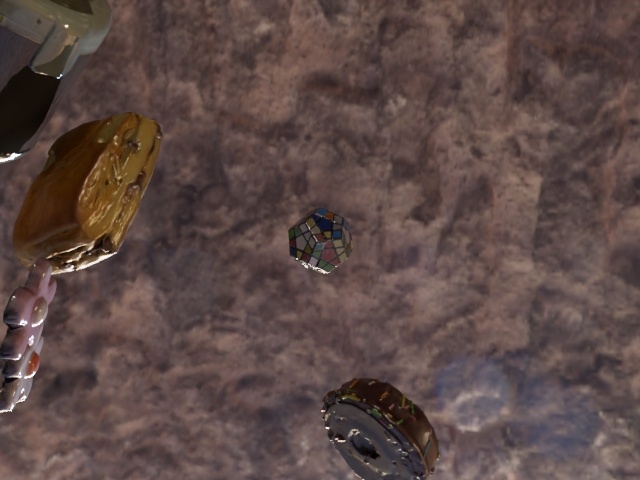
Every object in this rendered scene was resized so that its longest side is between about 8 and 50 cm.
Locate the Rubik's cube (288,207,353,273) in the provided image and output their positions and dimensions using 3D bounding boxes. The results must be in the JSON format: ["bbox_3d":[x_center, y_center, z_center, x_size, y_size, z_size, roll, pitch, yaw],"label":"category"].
[{"bbox_3d":[0.000,0.000,1.617,0.093,0.111,0.111,-10,-21,-47],"label":"Rubik's cube"}]

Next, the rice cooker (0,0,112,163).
[{"bbox_3d":[-0.486,-0.312,1.438,0.335,0.335,0.325,31,-71,-18],"label":"rice cooker"}]

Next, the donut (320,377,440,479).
[{"bbox_3d":[0.104,0.326,1.712,0.235,0.089,0.235,32,-35,26],"label":"donut"}]

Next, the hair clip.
[{"bbox_3d":[-0.420,0.135,1.406,0.075,0.146,0.257,29,-52,-2],"label":"hair clip"}]

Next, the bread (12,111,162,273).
[{"bbox_3d":[-0.339,-0.071,1.430,0.210,0.235,0.099,-14,-39,39],"label":"bread"}]
